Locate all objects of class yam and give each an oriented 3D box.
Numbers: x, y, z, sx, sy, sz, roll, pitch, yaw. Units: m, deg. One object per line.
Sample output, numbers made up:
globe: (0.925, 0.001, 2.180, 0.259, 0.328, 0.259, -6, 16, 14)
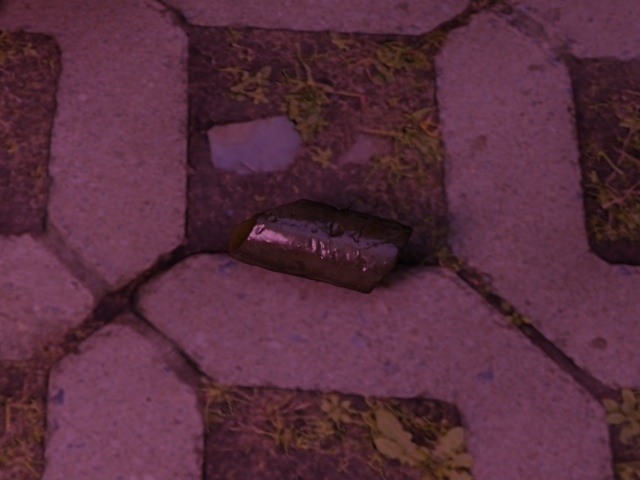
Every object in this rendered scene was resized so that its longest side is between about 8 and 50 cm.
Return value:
yam: (0.000, 0.000, 1.363, 0.146, 0.070, 0.070, 15, 62, 10)
